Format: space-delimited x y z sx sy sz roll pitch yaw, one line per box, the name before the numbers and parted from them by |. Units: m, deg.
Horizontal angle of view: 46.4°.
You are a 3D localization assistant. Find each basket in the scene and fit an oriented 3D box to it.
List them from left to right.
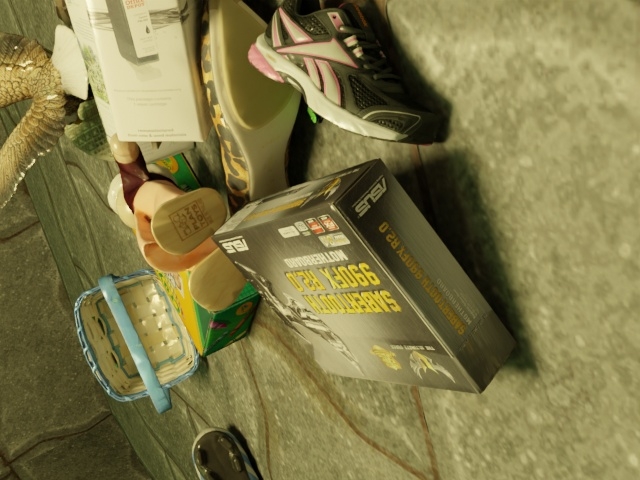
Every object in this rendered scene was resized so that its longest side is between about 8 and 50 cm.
basket | -0.337 0.181 1.387 0.255 0.201 0.289 68 165 -2

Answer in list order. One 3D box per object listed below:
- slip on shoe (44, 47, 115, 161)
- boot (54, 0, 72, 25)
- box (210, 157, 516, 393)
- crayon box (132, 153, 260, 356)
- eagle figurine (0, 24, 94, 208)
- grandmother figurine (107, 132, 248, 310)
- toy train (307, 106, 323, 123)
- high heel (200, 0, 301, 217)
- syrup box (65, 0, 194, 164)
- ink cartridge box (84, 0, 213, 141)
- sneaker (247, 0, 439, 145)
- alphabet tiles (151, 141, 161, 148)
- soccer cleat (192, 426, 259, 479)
slip on shoe | -0.405 -0.238 1.290 0.331 0.101 0.123 35 106 31
boot | -0.426 -0.416 1.239 0.087 0.042 0.119 13 125 53
box | 0.023 0.037 0.624 0.183 0.056 0.231 52 154 -15
crayon box | -0.195 0.011 1.095 0.278 0.081 0.165 57 154 19
eagle figurine | -0.425 -0.205 1.112 0.226 0.298 0.225 -119 6 -45
grandmother figurine | -0.183 -0.032 0.860 0.342 0.104 0.208 23 136 64
toy train | 0.001 -0.137 0.647 0.083 0.017 0.024 101 149 -51
high heel | -0.084 -0.108 0.745 0.186 0.093 0.261 -2 113 61
syrup box | -0.248 -0.226 0.972 0.093 0.096 0.237 31 138 49
ink cartridge box | -0.151 -0.224 0.704 0.159 0.092 0.218 -83 -8 -54
sneaker | 0.018 -0.135 0.557 0.178 0.072 0.077 37 115 26
alphabet tiles | -0.190 -0.231 0.816 0.198 0.009 0.237 -83 -11 -55
soccer cleat | -0.143 0.507 1.426 0.143 0.116 0.331 121 126 -80
